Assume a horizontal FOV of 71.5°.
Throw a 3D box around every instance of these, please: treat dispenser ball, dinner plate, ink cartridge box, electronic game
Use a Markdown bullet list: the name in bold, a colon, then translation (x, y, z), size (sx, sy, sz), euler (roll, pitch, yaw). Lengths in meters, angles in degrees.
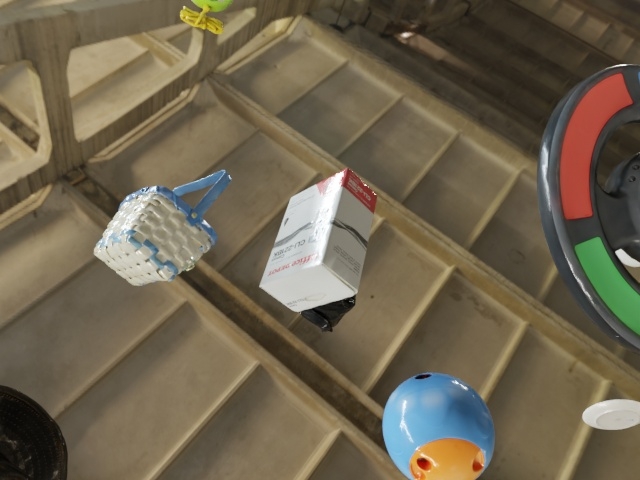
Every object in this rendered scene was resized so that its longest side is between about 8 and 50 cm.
- **treat dispenser ball**: translation (0.310, 0.501, 1.183), size (0.289, 0.288, 0.287), euler (12, -133, -13)
- **dinner plate**: translation (0.710, 0.425, 1.068), size (0.141, 0.141, 0.017), euler (17, -139, -8)
- **ink cartridge box**: translation (0.000, 0.000, 0.986), size (0.114, 0.197, 0.272), euler (39, -133, -29)
- **electronic game**: translation (0.259, -0.025, 0.337), size (0.230, 0.048, 0.228), euler (3, -100, -19)

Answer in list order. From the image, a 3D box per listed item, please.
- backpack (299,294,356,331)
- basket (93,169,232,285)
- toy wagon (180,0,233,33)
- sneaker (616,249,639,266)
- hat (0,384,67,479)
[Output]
- **backpack**: translation (-0.003, 0.178, 1.318), size (0.182, 0.151, 0.115), euler (27, -167, -39)
- **basket**: translation (-0.351, -0.041, 1.023), size (0.201, 0.255, 0.288), euler (46, -127, -30)
- **toy wagon**: translation (-0.144, -0.497, 0.684), size (0.268, 0.068, 0.343), euler (11, -95, -25)
- **sneaker**: translation (0.348, -0.032, 0.465), size (0.054, 0.152, 0.061), euler (9, -147, 18)
- **hat**: translation (-0.412, 0.327, 0.463), size (0.134, 0.330, 0.331), euler (7, -146, 37)
